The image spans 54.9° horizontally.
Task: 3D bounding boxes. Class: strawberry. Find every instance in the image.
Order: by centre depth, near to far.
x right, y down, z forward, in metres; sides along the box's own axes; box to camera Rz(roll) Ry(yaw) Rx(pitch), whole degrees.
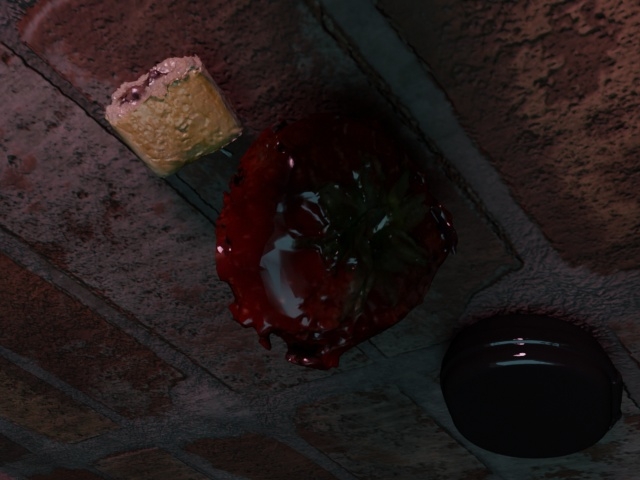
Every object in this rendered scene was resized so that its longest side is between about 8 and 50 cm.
[{"bbox_3d":[0.000,0.000,0.689,0.274,0.274,0.220,42,168,-27],"label":"strawberry"}]

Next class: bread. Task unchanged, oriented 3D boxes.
[{"bbox_3d":[-0.158,-0.137,0.667,0.125,0.082,0.106,-27,136,10],"label":"bread"}]

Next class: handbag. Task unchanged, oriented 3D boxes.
[{"bbox_3d":[0.313,0.224,0.926,0.253,0.093,0.308,-7,134,19],"label":"handbag"}]

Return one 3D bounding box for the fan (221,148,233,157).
[{"bbox_3d":[-0.139,-0.123,0.734,0.083,0.004,0.056,31,133,-18],"label":"fan"}]
